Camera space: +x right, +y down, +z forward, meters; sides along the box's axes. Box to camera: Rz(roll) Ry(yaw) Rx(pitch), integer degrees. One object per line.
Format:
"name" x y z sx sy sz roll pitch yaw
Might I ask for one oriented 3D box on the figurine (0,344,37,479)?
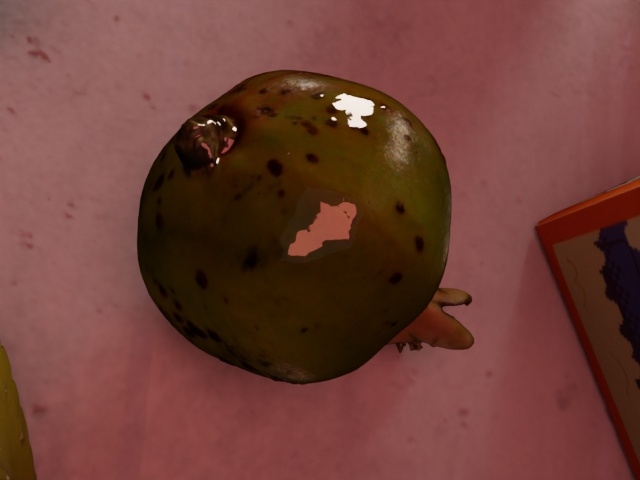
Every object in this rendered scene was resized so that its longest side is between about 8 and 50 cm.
"figurine" -0.330 0.138 0.492 0.315 0.187 0.168 -12 74 -9

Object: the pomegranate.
"pomegranate" 0.011 -0.001 0.580 0.246 0.198 0.198 23 76 -12

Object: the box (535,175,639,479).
"box" 0.399 0.055 0.634 0.349 0.257 0.318 -19 87 -16
